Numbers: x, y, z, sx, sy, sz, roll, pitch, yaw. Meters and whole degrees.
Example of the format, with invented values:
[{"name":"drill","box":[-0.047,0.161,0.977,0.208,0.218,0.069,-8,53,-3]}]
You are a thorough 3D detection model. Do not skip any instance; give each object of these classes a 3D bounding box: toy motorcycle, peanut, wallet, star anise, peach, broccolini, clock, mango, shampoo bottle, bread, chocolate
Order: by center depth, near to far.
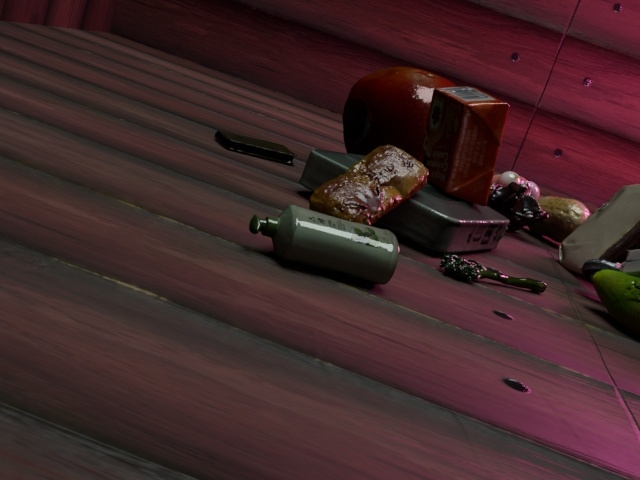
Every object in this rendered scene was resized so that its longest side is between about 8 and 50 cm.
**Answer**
[{"name":"shampoo bottle","box":[0.000,0.000,1.339,0.234,0.087,0.118,15,17,-16]},{"name":"broccolini","box":[0.345,0.062,1.643,0.254,0.057,0.071,9,60,-26]},{"name":"mango","box":[0.631,0.127,1.653,0.125,0.111,0.233,15,14,-48]},{"name":"bread","box":[0.101,-0.098,1.658,0.139,0.077,0.271,32,46,26]},{"name":"toy motorcycle","box":[0.726,0.096,1.750,0.223,0.108,0.340,38,-24,-23]},{"name":"chocolate","box":[0.315,-0.222,1.907,0.107,0.235,0.237,4,19,-16]},{"name":"wallet","box":[0.716,-0.026,2.050,0.068,0.335,0.275,46,-5,-14]},{"name":"wallet","box":[-0.165,-0.239,2.165,0.198,0.031,0.110,11,17,-29]},{"name":"star anise","box":[0.492,-0.097,2.291,0.190,0.126,0.220,46,-12,-4]},{"name":"peach","box":[0.225,-0.308,2.318,0.310,0.335,0.406,4,24,-38]},{"name":"peanut","box":[0.670,-0.060,2.382,0.129,0.129,0.224,11,8,-31]},{"name":"clock","box":[0.537,-0.134,2.443,0.162,0.093,0.166,-18,-26,42]}]

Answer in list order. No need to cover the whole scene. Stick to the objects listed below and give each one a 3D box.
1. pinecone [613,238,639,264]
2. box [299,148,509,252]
[{"name":"pinecone","box":[0.813,0.036,2.123,0.195,0.179,0.150,7,-8,1]},{"name":"box","box":[0.200,-0.092,1.919,0.396,0.111,0.396,28,15,26]}]
